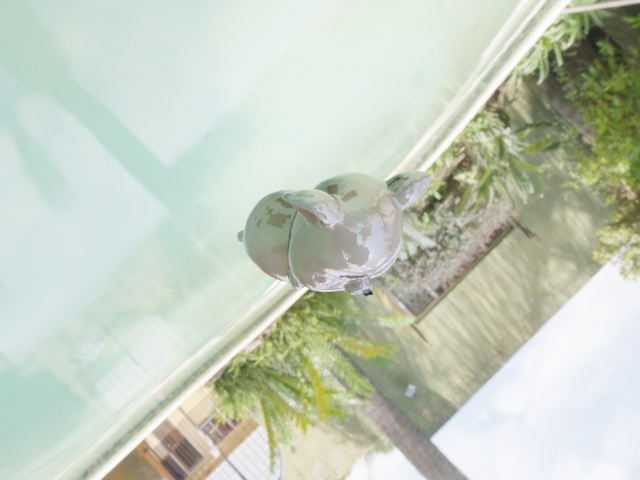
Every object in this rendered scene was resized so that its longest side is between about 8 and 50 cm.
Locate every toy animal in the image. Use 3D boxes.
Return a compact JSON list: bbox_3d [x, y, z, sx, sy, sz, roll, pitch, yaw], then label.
[{"bbox_3d":[-0.003,-0.006,0.391,0.150,0.089,0.083,-14,-152,49],"label":"toy animal"}]
